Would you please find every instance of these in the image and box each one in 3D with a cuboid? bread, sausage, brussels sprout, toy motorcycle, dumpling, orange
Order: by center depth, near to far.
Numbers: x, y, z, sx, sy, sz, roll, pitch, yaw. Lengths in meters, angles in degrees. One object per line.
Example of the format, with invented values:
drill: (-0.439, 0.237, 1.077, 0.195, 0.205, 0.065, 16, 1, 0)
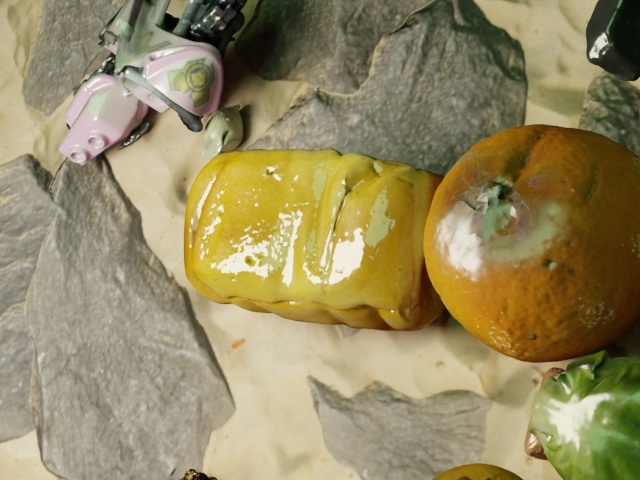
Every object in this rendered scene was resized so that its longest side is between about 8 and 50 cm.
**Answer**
brussels sprout: (0.253, 0.161, 1.364, 0.181, 0.100, 0.139, 13, 89, 21)
sausage: (0.202, 0.152, 1.454, 0.034, 0.034, 0.083, 1, 64, 40)
orange: (0.197, -0.004, 1.459, 0.224, 0.170, 0.224, -20, 55, 30)
bread: (0.000, 0.000, 1.638, 0.294, 0.132, 0.167, 7, 77, 41)
dumpling: (-0.115, -0.119, 1.885, 0.059, 0.043, 0.077, -41, 44, 44)
toy motorcycle: (-0.199, -0.184, 1.913, 0.327, 0.143, 0.188, -32, 36, 38)

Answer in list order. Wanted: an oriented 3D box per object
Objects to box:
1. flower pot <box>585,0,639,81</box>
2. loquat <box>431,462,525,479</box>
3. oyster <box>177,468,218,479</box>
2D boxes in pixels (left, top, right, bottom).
flower pot: (0.351, -0.284, 1.414, 0.299, 0.299, 0.283, 16, 69, 44)
loquat: (0.133, 0.256, 1.376, 0.141, 0.141, 0.141, -20, 52, 29)
oyster: (-0.136, 0.290, 1.650, 0.086, 0.029, 0.132, -28, 48, 23)
